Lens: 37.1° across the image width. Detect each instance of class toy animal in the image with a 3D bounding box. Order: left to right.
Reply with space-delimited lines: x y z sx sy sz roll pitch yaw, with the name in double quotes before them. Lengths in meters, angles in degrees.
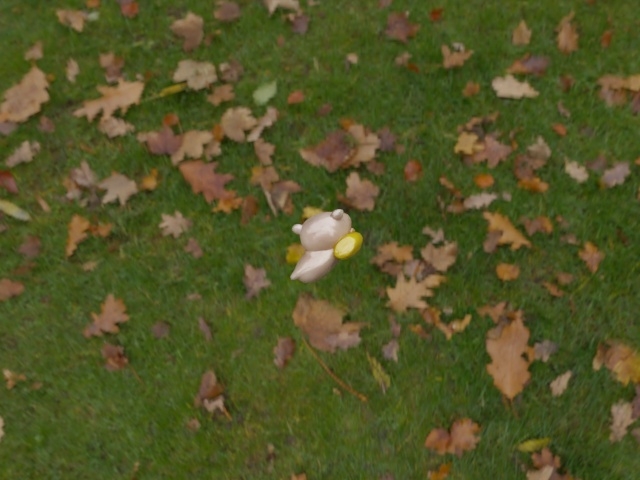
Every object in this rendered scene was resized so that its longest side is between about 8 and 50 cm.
"toy animal" 0.000 0.000 1.305 0.114 0.091 0.082 -37 99 20
